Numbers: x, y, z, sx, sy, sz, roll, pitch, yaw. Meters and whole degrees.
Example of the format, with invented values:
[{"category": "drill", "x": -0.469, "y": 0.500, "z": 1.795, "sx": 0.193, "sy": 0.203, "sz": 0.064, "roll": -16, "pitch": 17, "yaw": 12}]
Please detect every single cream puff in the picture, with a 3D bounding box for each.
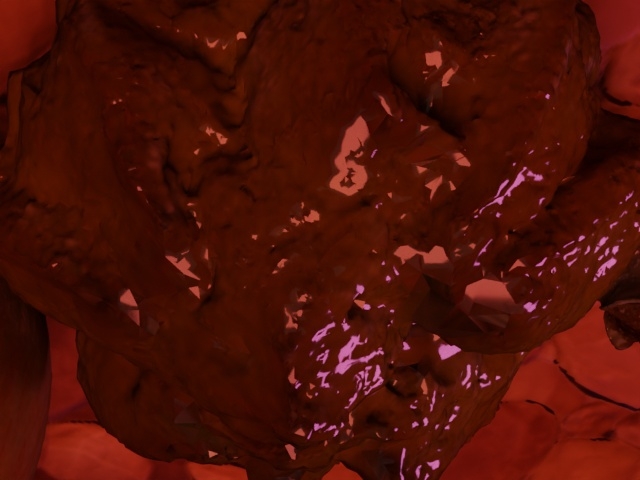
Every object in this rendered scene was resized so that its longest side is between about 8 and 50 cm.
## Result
[{"category": "cream puff", "x": -0.003, "y": -0.010, "z": 0.472, "sx": 0.244, "sy": 0.196, "sz": 0.244, "roll": 24, "pitch": 141, "yaw": 21}]

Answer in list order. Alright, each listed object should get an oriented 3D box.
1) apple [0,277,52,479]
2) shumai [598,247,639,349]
[{"category": "apple", "x": -0.239, "y": 0.069, "z": 0.493, "sx": 0.264, "sy": 0.264, "sz": 0.264, "roll": 2, "pitch": 127, "yaw": 2}, {"category": "shumai", "x": 0.140, "y": 0.005, "z": 0.521, "sx": 0.083, "sy": 0.080, "sz": 0.082, "roll": 38, "pitch": 118, "yaw": -20}]
